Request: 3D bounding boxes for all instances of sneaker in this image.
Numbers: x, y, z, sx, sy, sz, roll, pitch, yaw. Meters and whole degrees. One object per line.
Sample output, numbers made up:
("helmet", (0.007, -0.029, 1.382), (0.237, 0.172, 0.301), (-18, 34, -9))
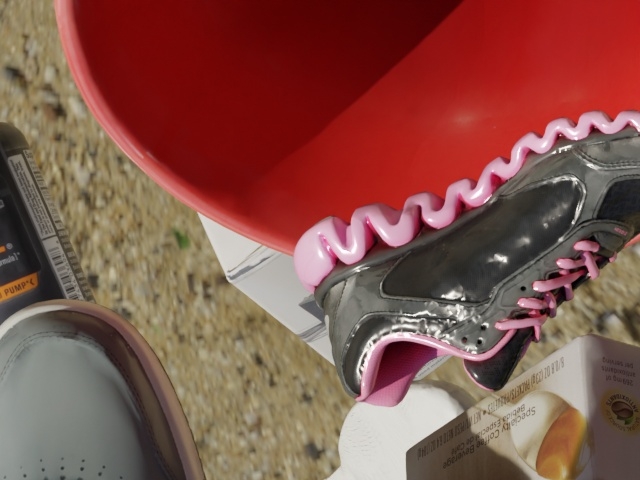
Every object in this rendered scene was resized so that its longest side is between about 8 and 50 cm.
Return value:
("sneaker", (0.062, 0.131, 0.997), (0.094, 0.212, 0.080), (-30, 75, -32))
("sneaker", (-0.103, 0.171, 0.599), (0.124, 0.178, 0.295), (-4, 89, -1))
("sneaker", (0.049, 0.009, 0.398), (0.119, 0.057, 0.047), (-24, 150, 28))

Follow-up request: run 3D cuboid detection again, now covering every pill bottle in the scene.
("pill bottle", (-0.276, -0.007, 1.273), (0.130, 0.130, 0.245), (-24, 90, 0))

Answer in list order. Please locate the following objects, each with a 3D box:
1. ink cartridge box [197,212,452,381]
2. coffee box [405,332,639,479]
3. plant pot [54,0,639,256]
("ink cartridge box", (0.000, 0.000, 1.147), (0.092, 0.158, 0.218), (-36, 138, 9))
("coffee box", (0.116, 0.184, 0.656), (0.098, 0.246, 0.141), (16, 144, -25))
("plant pot", (0.049, -0.157, 0.660), (0.275, 0.243, 0.275), (7, 141, 6))
